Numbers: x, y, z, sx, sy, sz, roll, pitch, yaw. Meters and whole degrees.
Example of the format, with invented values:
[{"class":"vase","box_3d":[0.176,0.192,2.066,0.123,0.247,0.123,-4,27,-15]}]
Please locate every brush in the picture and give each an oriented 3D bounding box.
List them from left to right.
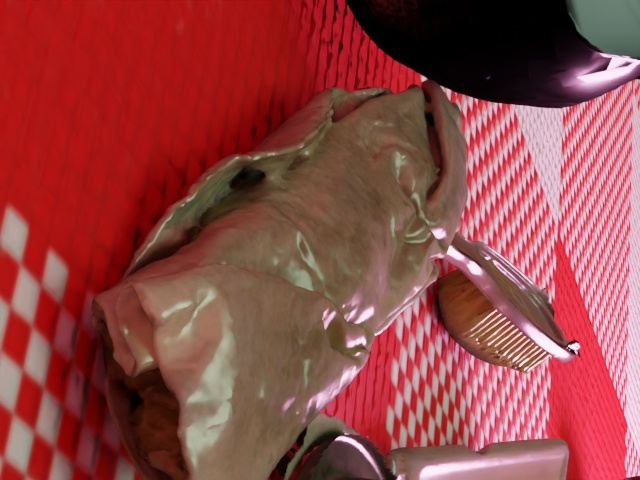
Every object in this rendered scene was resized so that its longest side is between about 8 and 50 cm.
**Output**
[{"class":"brush","box_3d":[0.092,0.031,1.006,0.072,0.067,0.313,58,12,31]},{"class":"brush","box_3d":[0.097,0.163,1.020,0.321,0.050,0.060,12,78,-63]}]

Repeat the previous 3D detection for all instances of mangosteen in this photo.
[{"class":"mangosteen","box_3d":[0.115,-0.216,0.837,0.233,0.288,0.287,42,-30,57]}]

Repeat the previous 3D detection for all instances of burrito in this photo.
[{"class":"burrito","box_3d":[0.000,0.000,0.688,0.392,0.076,0.117,-45,125,-64]}]

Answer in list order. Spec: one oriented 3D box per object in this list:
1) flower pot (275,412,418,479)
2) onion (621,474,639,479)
[{"class":"flower pot","box_3d":[0.111,0.225,0.706,0.290,0.259,0.290,-2,90,-70]},{"class":"onion","box_3d":[0.313,0.331,1.533,0.151,0.098,0.206,-110,177,-56]}]
